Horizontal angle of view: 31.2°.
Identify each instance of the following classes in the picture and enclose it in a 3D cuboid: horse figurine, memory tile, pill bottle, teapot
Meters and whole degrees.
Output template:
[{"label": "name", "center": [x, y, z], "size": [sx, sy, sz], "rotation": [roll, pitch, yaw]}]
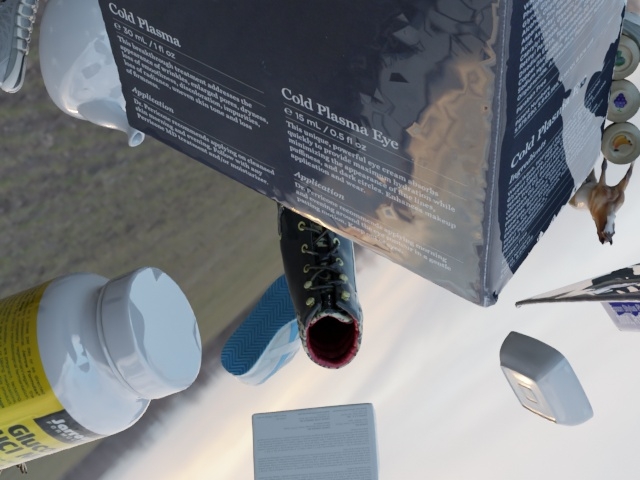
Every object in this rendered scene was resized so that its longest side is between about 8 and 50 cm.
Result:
[{"label": "horse figurine", "center": [0.490, -0.104, 2.058], "size": [0.263, 0.066, 0.174], "rotation": [-134, -129, -69]}, {"label": "memory tile", "center": [0.269, -0.119, 0.963], "size": [0.148, 0.113, 0.012], "rotation": [-5, -164, 5]}, {"label": "pill bottle", "center": [-0.312, 0.147, 1.304], "size": [0.334, 0.188, 0.188], "rotation": [-20, -171, 22]}, {"label": "teapot", "center": [-0.319, -0.312, 1.847], "size": [0.252, 0.187, 0.256], "rotation": [-55, 145, -61]}]

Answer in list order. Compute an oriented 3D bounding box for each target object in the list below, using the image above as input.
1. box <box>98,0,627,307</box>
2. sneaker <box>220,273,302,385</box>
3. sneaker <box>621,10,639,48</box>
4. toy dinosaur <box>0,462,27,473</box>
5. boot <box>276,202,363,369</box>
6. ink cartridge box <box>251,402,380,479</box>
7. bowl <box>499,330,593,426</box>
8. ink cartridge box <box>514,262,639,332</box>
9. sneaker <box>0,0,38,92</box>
[{"label": "box", "center": [0.020, -0.173, 0.782], "size": [0.179, 0.343, 0.312], "rotation": [-49, 153, -28]}, {"label": "sneaker", "center": [-0.056, 0.130, 1.790], "size": [0.228, 0.087, 0.092], "rotation": [-44, 150, -6]}, {"label": "sneaker", "center": [0.479, -0.391, 2.095], "size": [0.108, 0.271, 0.100], "rotation": [-51, 156, -55]}, {"label": "toy dinosaur", "center": [-0.481, 0.309, 1.616], "size": [0.112, 0.211, 0.064], "rotation": [-22, 138, 0]}, {"label": "boot", "center": [0.002, 0.001, 1.204], "size": [0.178, 0.085, 0.236], "rotation": [-103, -171, -49]}, {"label": "ink cartridge box", "center": [-0.005, 0.363, 1.697], "size": [0.189, 0.232, 0.066], "rotation": [-6, 163, 8]}, {"label": "bowl", "center": [0.325, 0.212, 1.693], "size": [0.053, 0.142, 0.142], "rotation": [-39, -153, -17]}, {"label": "ink cartridge box", "center": [0.356, 0.028, 0.908], "size": [0.330, 0.071, 0.324], "rotation": [-18, 179, -6]}, {"label": "sneaker", "center": [-0.533, -0.363, 1.861], "size": [0.086, 0.132, 0.229], "rotation": [162, -62, -78]}]
